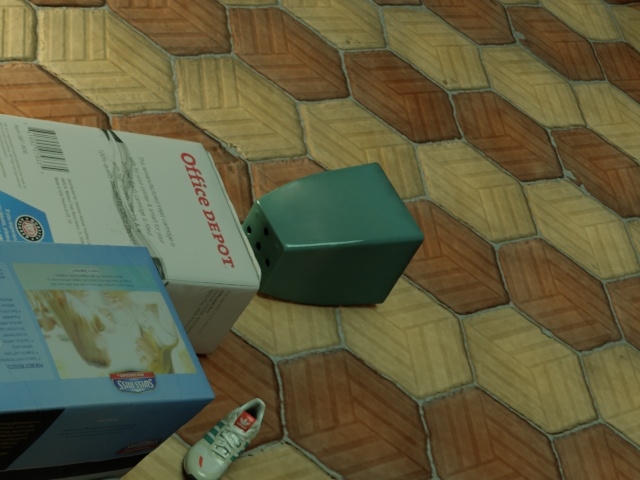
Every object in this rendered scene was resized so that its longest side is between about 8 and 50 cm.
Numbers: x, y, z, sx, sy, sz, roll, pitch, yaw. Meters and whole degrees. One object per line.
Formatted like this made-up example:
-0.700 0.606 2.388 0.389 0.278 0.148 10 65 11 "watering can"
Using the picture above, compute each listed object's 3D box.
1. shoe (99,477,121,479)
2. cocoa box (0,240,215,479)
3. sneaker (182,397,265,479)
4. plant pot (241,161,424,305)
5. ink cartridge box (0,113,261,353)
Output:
-0.283 0.335 1.841 0.178 0.063 0.081 -3 45 -48 "shoe"
-0.343 0.152 1.801 0.347 0.228 0.231 3 53 -51 "cocoa box"
-0.123 0.261 2.058 0.057 0.075 0.161 40 34 5 "sneaker"
0.000 0.000 2.410 0.234 0.165 0.165 -7 53 -36 "plant pot"
-0.316 -0.006 2.127 0.395 0.166 0.285 6 45 -35 "ink cartridge box"
